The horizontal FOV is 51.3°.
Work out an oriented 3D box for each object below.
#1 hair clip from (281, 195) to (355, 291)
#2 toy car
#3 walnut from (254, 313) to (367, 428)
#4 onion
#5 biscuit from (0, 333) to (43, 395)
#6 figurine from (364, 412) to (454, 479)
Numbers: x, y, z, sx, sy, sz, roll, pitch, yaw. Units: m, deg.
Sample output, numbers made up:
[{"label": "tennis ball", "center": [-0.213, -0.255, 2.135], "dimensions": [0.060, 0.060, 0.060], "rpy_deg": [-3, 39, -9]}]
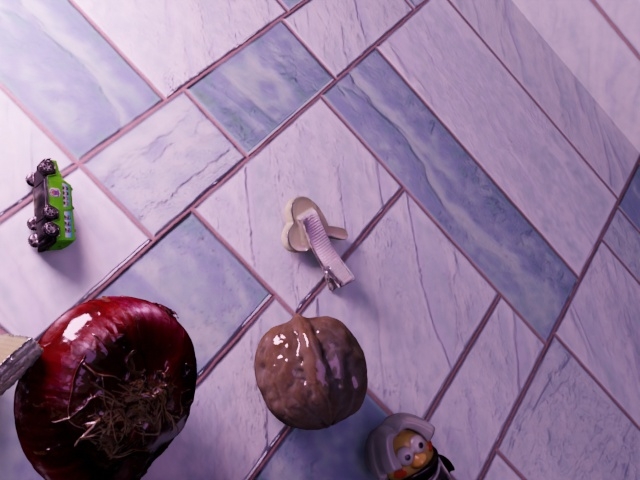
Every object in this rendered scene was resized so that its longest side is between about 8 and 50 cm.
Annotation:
[{"label": "hair clip", "center": [0.001, -0.001, 1.441], "dimensions": [0.159, 0.071, 0.218], "rpy_deg": [-33, 96, -39]}, {"label": "toy car", "center": [-0.475, -0.062, 1.176], "dimensions": [0.063, 0.071, 0.165], "rpy_deg": [7, 67, -46]}, {"label": "walnut", "center": [-0.018, 0.246, 1.256], "dimensions": [0.224, 0.224, 0.224], "rpy_deg": [12, 65, -27]}, {"label": "onion", "center": [-0.335, 0.233, 1.052], "dimensions": [0.314, 0.232, 0.313], "rpy_deg": [-15, 109, -50]}, {"label": "biscuit", "center": [-0.502, 0.190, 0.953], "dimensions": [0.147, 0.250, 0.046], "rpy_deg": [-51, 120, -36]}, {"label": "figurine", "center": [0.183, 0.464, 1.330], "dimensions": [0.176, 0.133, 0.236], "rpy_deg": [-35, 96, -24]}]
